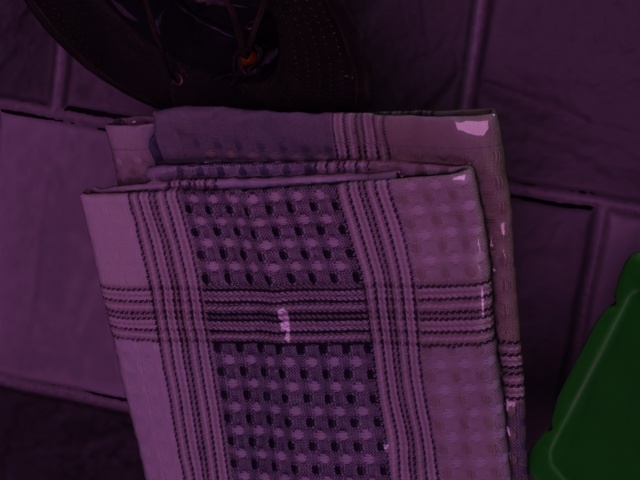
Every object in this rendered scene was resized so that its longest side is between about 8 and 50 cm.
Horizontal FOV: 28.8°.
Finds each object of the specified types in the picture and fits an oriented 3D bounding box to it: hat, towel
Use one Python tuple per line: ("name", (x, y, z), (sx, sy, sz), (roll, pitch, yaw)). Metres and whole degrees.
("hat", (-0.080, -0.210, 0.842), (0.331, 0.331, 0.134), (32, 67, 5))
("towel", (-0.015, 0.066, 0.843), (0.312, 0.056, 0.324), (2, 106, 31))

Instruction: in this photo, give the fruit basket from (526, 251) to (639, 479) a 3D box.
("fruit basket", (0.357, 0.190, 0.766), (0.392, 0.392, 0.283), (25, 106, 7))
